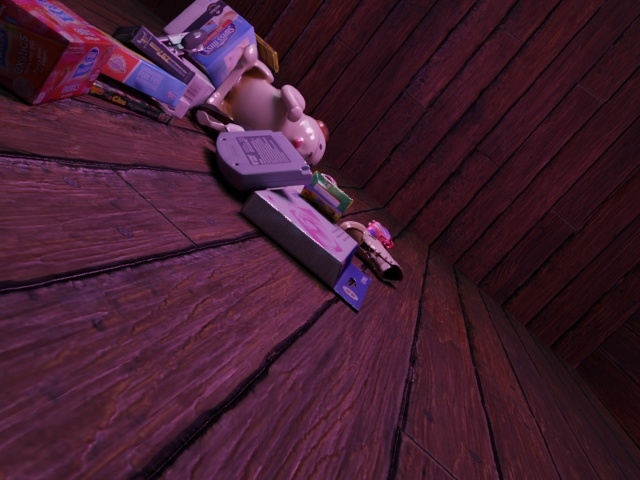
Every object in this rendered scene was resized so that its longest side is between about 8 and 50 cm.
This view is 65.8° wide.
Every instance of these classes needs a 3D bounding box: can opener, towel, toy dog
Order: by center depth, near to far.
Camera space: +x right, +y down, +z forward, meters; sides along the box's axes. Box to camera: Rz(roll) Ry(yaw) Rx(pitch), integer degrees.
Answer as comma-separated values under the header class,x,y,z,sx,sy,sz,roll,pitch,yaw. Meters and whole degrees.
class,x,y,z,sx,sy,sz,roll,pitch,yaw
can opener,-0.485,-0.623,1.555,0.284,0.095,0.075,-30,88,-40
toy dog,-0.170,-0.397,1.718,0.408,0.284,0.395,39,-5,-10
towel,-0.240,-0.722,1.825,0.237,0.021,0.102,46,-15,15

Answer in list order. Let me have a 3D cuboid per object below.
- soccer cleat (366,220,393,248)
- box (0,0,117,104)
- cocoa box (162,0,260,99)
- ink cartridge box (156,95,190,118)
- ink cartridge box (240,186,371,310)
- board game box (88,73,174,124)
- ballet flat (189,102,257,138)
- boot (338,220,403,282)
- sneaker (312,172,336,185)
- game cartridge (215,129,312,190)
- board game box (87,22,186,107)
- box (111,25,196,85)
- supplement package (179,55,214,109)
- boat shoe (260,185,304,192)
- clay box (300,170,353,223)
class,x,y,z,sx,sy,sz,roll,pitch,yaw
soccer cleat,0.212,-0.013,1.811,0.095,0.083,0.248,48,11,14
box,-0.465,-0.328,0.842,0.128,0.122,0.257,35,13,-16
cocoa box,-0.380,-0.682,1.843,0.228,0.231,0.347,43,-9,9
ink cartridge box,-0.426,-0.400,1.370,0.089,0.052,0.122,26,20,-50
ink cartridge box,0.000,0.000,1.176,0.330,0.071,0.324,39,12,3
board game box,-0.462,-0.344,1.131,0.136,0.030,0.260,41,12,18
ballet flat,-0.278,-0.314,1.439,0.281,0.095,0.096,34,19,23
boot,0.149,0.037,1.457,0.213,0.077,0.165,33,16,-40
sneaker,0.017,-0.160,1.675,0.103,0.111,0.252,44,13,19
game cartridge,-0.157,-0.204,1.228,0.196,0.060,0.294,-3,31,-20
board game box,-0.505,-0.444,1.164,0.317,0.064,0.242,36,10,24
box,-0.477,-0.518,1.394,0.183,0.059,0.233,38,-7,-41
supplement package,-0.431,-0.510,1.617,0.105,0.105,0.179,31,16,-36
boat shoe,-0.128,-0.176,1.429,0.099,0.116,0.319,-2,5,23
clay box,0.001,-0.096,1.373,0.127,0.053,0.222,40,-21,1
